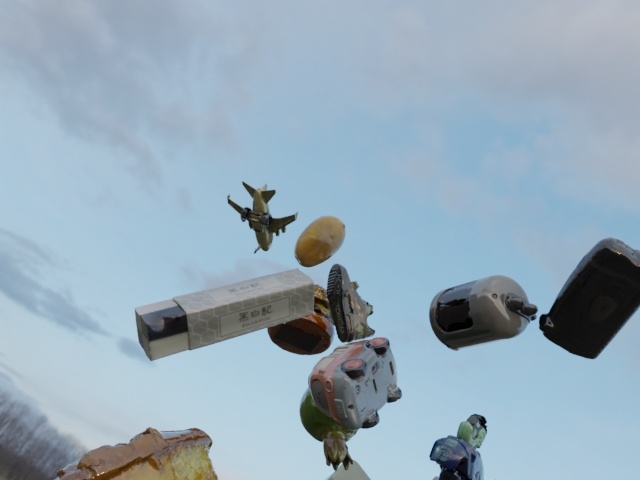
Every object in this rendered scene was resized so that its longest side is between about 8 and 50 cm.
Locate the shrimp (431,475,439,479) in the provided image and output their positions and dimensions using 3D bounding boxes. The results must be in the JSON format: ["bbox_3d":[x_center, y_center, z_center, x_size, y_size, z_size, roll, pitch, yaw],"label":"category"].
[{"bbox_3d":[0.456,0.996,2.138,0.046,0.219,0.152,6,-51,-11],"label":"shrimp"}]

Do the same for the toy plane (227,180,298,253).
[{"bbox_3d":[-0.182,-0.064,1.772,0.242,0.104,0.256,15,-56,19],"label":"toy plane"}]

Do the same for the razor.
[{"bbox_3d":[0.782,0.165,1.599,0.205,0.113,0.348,29,-68,1],"label":"razor"}]

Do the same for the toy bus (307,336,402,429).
[{"bbox_3d":[0.088,0.401,1.657,0.232,0.288,0.194,1,-69,39],"label":"toy bus"}]

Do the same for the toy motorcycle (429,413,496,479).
[{"bbox_3d":[0.343,0.601,1.415,0.196,0.330,0.125,4,5,-43],"label":"toy motorcycle"}]

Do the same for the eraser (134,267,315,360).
[{"bbox_3d":[-0.204,0.157,1.288,0.096,0.404,0.098,28,-57,50],"label":"eraser"}]

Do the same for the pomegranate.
[{"bbox_3d":[0.041,0.589,1.846,0.236,0.301,0.235,3,-45,3],"label":"pomegranate"}]

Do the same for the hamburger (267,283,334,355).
[{"bbox_3d":[-0.063,0.293,2.190,0.291,0.225,0.290,9,-40,8],"label":"hamburger"}]

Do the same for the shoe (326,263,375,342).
[{"bbox_3d":[0.119,0.226,2.052,0.149,0.292,0.109,5,-27,-27],"label":"shoe"}]

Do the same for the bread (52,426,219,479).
[{"bbox_3d":[-0.349,0.481,0.960,0.215,0.398,0.398,54,-26,21],"label":"bread"}]

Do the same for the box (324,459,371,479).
[{"bbox_3d":[0.095,1.036,2.064,0.352,0.177,0.343,48,-54,14],"label":"box"}]

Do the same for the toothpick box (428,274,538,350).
[{"bbox_3d":[0.527,0.229,1.802,0.229,0.229,0.316,40,-32,-13],"label":"toothpick box"}]

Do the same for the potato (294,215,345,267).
[{"bbox_3d":[0.000,0.000,1.981,0.146,0.234,0.150,-3,-58,37],"label":"potato"}]
